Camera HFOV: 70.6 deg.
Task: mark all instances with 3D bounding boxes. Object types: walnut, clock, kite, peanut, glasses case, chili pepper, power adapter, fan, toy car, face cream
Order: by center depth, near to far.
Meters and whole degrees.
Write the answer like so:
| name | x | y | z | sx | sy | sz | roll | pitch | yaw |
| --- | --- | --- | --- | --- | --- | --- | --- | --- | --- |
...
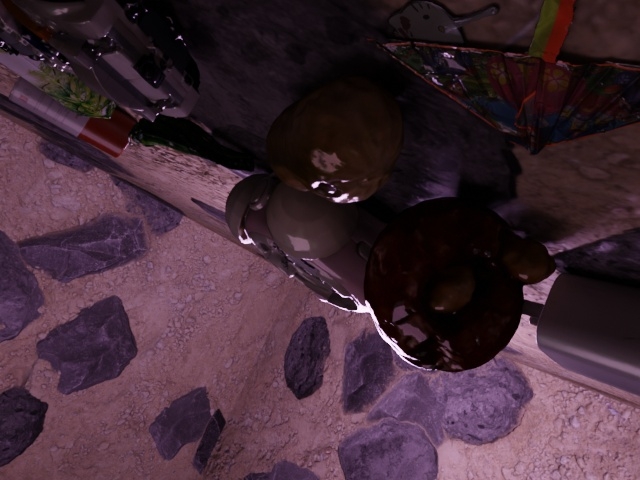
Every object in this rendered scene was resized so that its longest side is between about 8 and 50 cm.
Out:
| name | x | y | z | sx | sy | sz | roll | pitch | yaw |
| --- | --- | --- | --- | --- | --- | --- | --- | --- | --- |
| fan | 0.085 | -0.146 | 0.309 | 0.056 | 0.004 | 0.083 | 32 | 168 | -35 |
| kite | 0.144 | -0.108 | 0.323 | 0.241 | 0.014 | 0.183 | 21 | 170 | 21 |
| toy car | -0.268 | -0.228 | 0.472 | 0.301 | 0.118 | 0.193 | 24 | 173 | 18 |
| peanut | 0.006 | -0.095 | 0.479 | 0.120 | 0.111 | 0.236 | 19 | 175 | -17 |
| walnut | 0.179 | 0.052 | 0.623 | 0.222 | 0.243 | 0.269 | 64 | 179 | 3 |
| power adapter | 0.409 | 0.136 | 0.638 | 0.187 | 0.124 | 0.255 | 34 | 167 | -39 |
| glasses case | -0.470 | -0.304 | 0.743 | 0.095 | 0.062 | 0.272 | 12 | 166 | 27 |
| chili pepper | -0.256 | -0.185 | 0.816 | 0.278 | 0.065 | 0.122 | 19 | 166 | 15 |
| clock | 0.000 | 0.000 | 0.838 | 0.325 | 0.184 | 0.342 | 35 | 162 | -28 |
| face cream | -0.493 | -0.263 | 0.916 | 0.214 | 0.096 | 0.095 | 31 | 169 | -33 |
